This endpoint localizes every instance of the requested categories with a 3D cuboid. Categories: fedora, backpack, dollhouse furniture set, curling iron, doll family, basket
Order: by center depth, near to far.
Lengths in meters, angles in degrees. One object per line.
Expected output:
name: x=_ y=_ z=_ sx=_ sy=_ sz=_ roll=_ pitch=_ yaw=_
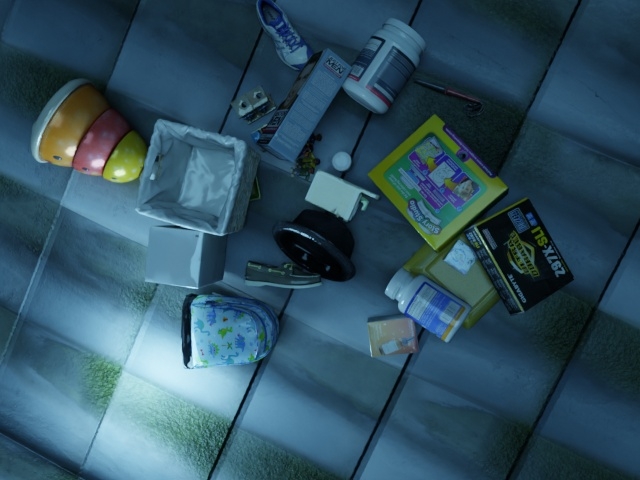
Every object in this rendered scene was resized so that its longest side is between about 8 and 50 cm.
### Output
basket: x=-0.408 y=-0.212 z=1.814 sx=0.331 sy=0.266 sz=0.328 roll=16 pitch=95 yaw=8
curling iron: x=0.449 y=-0.513 z=1.833 sx=0.274 sy=0.035 sz=0.068 roll=29 pitch=96 yaw=6
fedora: x=0.000 y=0.000 z=1.845 sx=0.334 sy=0.334 sz=0.153 roll=29 pitch=64 yaw=6
dollhouse furniture set: x=-0.211 y=-0.439 z=1.887 sx=0.129 sy=0.129 sz=0.184 roll=-28 pitch=87 yaw=9
doll family: x=-0.049 y=-0.316 z=1.896 sx=0.111 sy=0.076 sz=0.193 roll=-3 pitch=98 yaw=28
backpack: x=-0.330 y=0.336 z=1.905 sx=0.355 sy=0.273 sz=0.290 roll=1 pitch=86 yaw=-4

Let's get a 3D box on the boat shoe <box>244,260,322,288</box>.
boat shoe: x=-0.139 y=0.124 z=1.907 sx=0.304 sy=0.109 sz=0.091 roll=1 pitch=92 yaw=19

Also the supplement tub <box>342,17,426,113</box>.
supplement tub: x=0.217 y=-0.593 z=1.785 sx=0.191 sy=0.191 sz=0.272 roll=36 pitch=98 yaw=5

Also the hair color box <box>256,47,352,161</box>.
hair color box: x=-0.062 y=-0.461 z=1.792 sx=0.113 sy=0.185 sz=0.375 roll=33 pitch=89 yaw=-23

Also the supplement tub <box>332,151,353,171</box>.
supplement tub: x=0.081 y=-0.279 z=1.863 sx=0.071 sy=0.107 sz=0.071 roll=0 pitch=93 yaw=8

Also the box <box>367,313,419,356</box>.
box: x=0.261 y=0.340 z=1.877 sx=0.170 sy=0.091 sz=0.130 roll=-9 pitch=91 yaw=9

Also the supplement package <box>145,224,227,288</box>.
supplement package: x=-0.477 y=0.050 z=1.885 sx=0.198 sy=0.262 sz=0.199 roll=7 pitch=93 yaw=8

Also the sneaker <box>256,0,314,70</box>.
sneaker: x=-0.137 y=-0.736 z=1.862 sx=0.112 sy=0.131 sz=0.296 roll=-40 pitch=88 yaw=7

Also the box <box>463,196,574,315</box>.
box: x=0.665 y=0.049 z=1.740 sx=0.257 sy=0.079 sz=0.322 roll=-25 pitch=83 yaw=-24

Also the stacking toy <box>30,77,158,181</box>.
stacking toy: x=-0.763 y=-0.331 z=1.921 sx=0.479 sy=0.350 sz=0.351 roll=32 pitch=97 yaw=-10

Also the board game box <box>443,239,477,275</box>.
board game box: x=0.484 y=0.058 z=1.784 sx=0.090 sy=0.020 sz=0.090 roll=35 pitch=97 yaw=5

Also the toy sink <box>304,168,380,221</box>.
toy sink: x=0.081 y=-0.144 z=1.849 sx=0.234 sy=0.153 sz=0.131 roll=24 pitch=96 yaw=5

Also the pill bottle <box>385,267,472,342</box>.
pill bottle: x=0.363 y=0.213 z=1.780 sx=0.272 sy=0.152 sz=0.152 roll=34 pitch=97 yaw=19

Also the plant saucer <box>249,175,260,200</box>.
plant saucer: x=-0.326 y=-0.230 z=1.958 sx=0.188 sy=0.045 sz=0.188 roll=-11 pitch=91 yaw=8

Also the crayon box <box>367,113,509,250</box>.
crayon box: x=0.398 y=-0.193 z=1.788 sx=0.313 sy=0.106 sz=0.363 roll=-42 pitch=73 yaw=10

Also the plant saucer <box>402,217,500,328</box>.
plant saucer: x=0.519 y=0.097 z=1.832 sx=0.332 sy=0.081 sz=0.333 roll=43 pitch=98 yaw=4
